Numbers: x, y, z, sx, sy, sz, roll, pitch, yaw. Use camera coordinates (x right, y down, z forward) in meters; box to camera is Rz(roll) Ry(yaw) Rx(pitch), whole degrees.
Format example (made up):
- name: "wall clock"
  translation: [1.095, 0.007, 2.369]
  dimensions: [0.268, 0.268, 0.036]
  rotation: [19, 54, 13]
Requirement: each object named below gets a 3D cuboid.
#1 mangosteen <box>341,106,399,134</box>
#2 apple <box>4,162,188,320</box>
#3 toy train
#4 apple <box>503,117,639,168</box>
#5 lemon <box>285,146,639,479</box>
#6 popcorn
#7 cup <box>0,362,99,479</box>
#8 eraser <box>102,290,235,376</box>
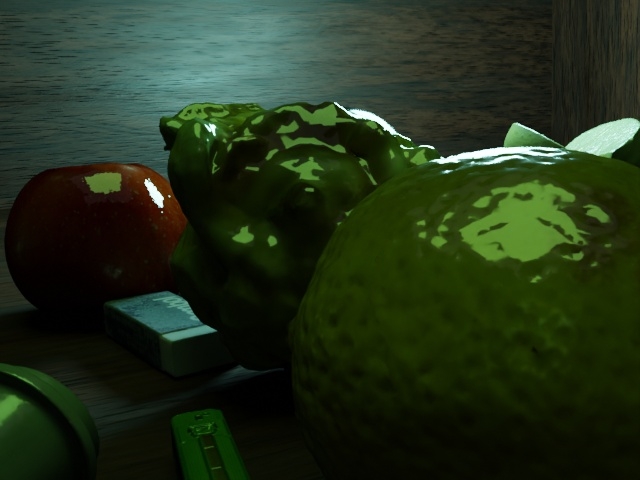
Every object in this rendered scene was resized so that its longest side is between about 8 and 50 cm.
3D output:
- name: "mangosteen"
  translation: [0.032, -0.088, 1.196]
  dimensions: [0.297, 0.296, 0.313]
  rotation: [-5, 17, -12]
- name: "apple"
  translation: [-0.315, -0.001, 0.994]
  dimensions: [0.261, 0.216, 0.260]
  rotation: [-5, 7, 1]
- name: "toy train"
  translation: [-0.068, 0.167, 0.456]
  dimensions: [0.044, 0.042, 0.209]
  rotation: [-7, 10, -17]
- name: "apple"
  translation: [0.552, -0.143, 1.499]
  dimensions: [0.295, 0.233, 0.258]
  rotation: [-6, 19, -9]
- name: "lemon"
  translation: [0.113, 0.066, 0.411]
  dimensions: [0.268, 0.267, 0.267]
  rotation: [-3, 10, 0]
- name: "popcorn"
  translation: [-0.009, 0.000, 0.701]
  dimensions: [0.336, 0.278, 0.274]
  rotation: [4, 13, 8]
- name: "cup"
  translation: [-0.217, 0.154, 0.418]
  dimensions: [0.120, 0.120, 0.141]
  rotation: [1, 25, 19]
- name: "eraser"
  translation: [-0.180, 0.105, 0.823]
  dimensions: [0.092, 0.046, 0.213]
  rotation: [-10, 12, -35]
